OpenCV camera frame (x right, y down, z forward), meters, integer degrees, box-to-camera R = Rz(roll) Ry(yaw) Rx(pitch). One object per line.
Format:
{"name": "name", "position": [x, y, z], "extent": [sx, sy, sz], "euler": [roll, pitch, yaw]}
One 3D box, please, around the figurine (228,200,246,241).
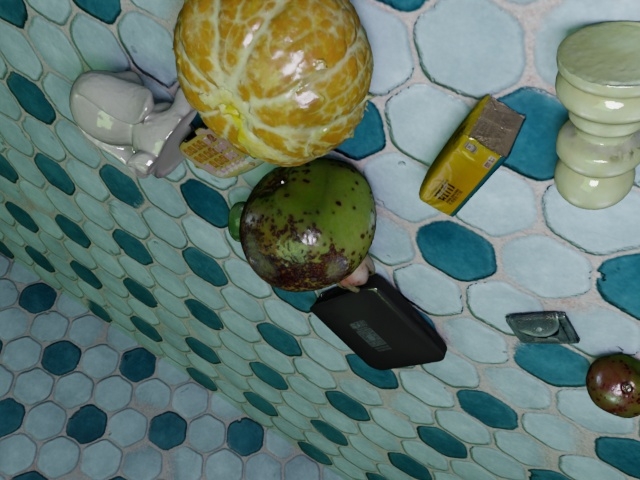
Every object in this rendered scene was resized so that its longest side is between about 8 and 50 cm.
{"name": "figurine", "position": [-0.099, -0.007, 1.344], "extent": [0.234, 0.127, 0.185], "euler": [14, 154, 9]}

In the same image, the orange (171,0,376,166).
{"name": "orange", "position": [-0.073, -0.277, 0.884], "extent": [0.329, 0.249, 0.329], "euler": [26, 143, 22]}

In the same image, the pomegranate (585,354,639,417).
{"name": "pomegranate", "position": [0.580, 0.285, 1.085], "extent": [0.130, 0.130, 0.130], "euler": [23, 143, 19]}

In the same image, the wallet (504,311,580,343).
{"name": "wallet", "position": [0.456, 0.183, 1.152], "extent": [0.129, 0.026, 0.088], "euler": [-11, 124, 47]}

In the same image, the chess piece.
{"name": "chess piece", "position": [0.382, -0.143, 0.752], "extent": [0.144, 0.144, 0.251], "euler": [16, 145, 27]}

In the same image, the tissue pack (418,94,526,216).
{"name": "tissue pack", "position": [0.237, -0.132, 0.893], "extent": [0.082, 0.120, 0.169], "euler": [33, 146, 2]}

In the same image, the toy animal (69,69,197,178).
{"name": "toy animal", "position": [-0.431, -0.274, 1.238], "extent": [0.265, 0.206, 0.271], "euler": [34, 148, -3]}

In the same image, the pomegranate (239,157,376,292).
{"name": "pomegranate", "position": [0.000, 0.000, 1.138], "extent": [0.285, 0.285, 0.340], "euler": [0, 143, 41]}

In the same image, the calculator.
{"name": "calculator", "position": [-0.209, -0.204, 1.226], "extent": [0.236, 0.033, 0.157], "euler": [-19, 139, 42]}

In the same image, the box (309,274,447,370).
{"name": "box", "position": [0.143, 0.219, 1.427], "extent": [0.289, 0.073, 0.290], "euler": [45, 144, -13]}
